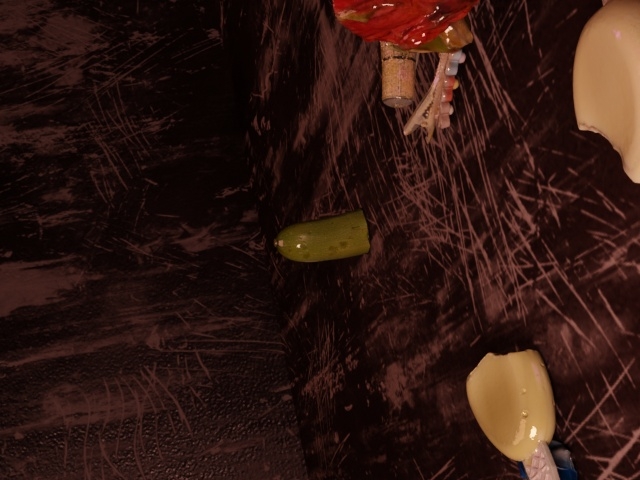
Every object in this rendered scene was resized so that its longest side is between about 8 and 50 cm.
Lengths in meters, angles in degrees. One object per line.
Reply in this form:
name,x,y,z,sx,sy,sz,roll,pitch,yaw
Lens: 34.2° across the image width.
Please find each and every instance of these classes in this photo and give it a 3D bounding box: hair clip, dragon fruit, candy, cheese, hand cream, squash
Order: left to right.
squash,0.000,0.000,2.060,0.095,0.188,0.095,169,90,-77
hand cream,0.112,-0.286,1.472,0.084,0.084,0.203,147,124,-77
hair clip,0.169,-0.211,1.441,0.214,0.056,0.062,110,166,-51
dragon fruit,0.156,-0.322,1.203,0.317,0.152,0.205,-65,-25,-23
cheese,0.254,0.237,1.265,0.127,0.050,0.255,-57,33,32
candy,0.281,0.282,1.296,0.136,0.038,0.088,-157,55,-65
cheese,0.275,-0.176,0.896,0.163,0.071,0.249,-135,38,-71
